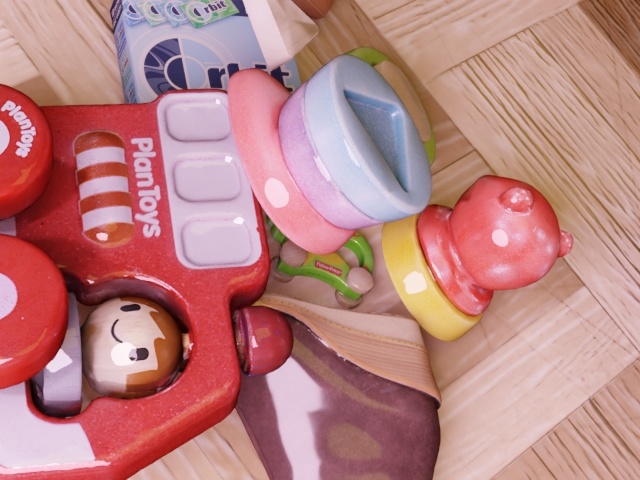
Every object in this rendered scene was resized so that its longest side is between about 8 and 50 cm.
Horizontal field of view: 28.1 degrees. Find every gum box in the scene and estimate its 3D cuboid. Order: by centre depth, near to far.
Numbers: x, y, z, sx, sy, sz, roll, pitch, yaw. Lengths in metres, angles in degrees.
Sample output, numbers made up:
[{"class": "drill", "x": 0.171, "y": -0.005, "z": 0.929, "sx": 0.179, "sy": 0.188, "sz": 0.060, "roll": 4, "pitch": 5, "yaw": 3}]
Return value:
[{"class": "gum box", "x": -0.094, "y": -0.135, "z": 1.129, "sx": 0.157, "sy": 0.041, "sz": 0.184, "roll": 0, "pitch": 62, "yaw": -24}]

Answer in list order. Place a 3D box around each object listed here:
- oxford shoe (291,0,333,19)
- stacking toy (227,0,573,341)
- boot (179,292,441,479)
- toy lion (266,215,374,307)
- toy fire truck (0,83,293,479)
[{"class": "oxford shoe", "x": 0.004, "y": -0.296, "z": 1.262, "sx": 0.076, "sy": 0.076, "sz": 0.212, "roll": 47, "pitch": 45, "yaw": -31}, {"class": "stacking toy", "x": 0.069, "y": -0.094, "z": 1.048, "sx": 0.309, "sy": 0.130, "sz": 0.279, "roll": 31, "pitch": 40, "yaw": -45}, {"class": "boot", "x": -0.024, "y": 0.150, "z": 0.969, "sx": 0.249, "sy": 0.090, "sz": 0.206, "roll": 5, "pitch": 66, "yaw": -13}, {"class": "toy lion", "x": 0.000, "y": 0.000, "z": 1.103, "sx": 0.100, "sy": 0.034, "sz": 0.096, "roll": 22, "pitch": 48, "yaw": -11}, {"class": "toy fire truck", "x": -0.153, "y": 0.023, "z": 0.898, "sx": 0.254, "sy": 0.169, "sz": 0.302, "roll": -5, "pitch": 59, "yaw": -13}]
